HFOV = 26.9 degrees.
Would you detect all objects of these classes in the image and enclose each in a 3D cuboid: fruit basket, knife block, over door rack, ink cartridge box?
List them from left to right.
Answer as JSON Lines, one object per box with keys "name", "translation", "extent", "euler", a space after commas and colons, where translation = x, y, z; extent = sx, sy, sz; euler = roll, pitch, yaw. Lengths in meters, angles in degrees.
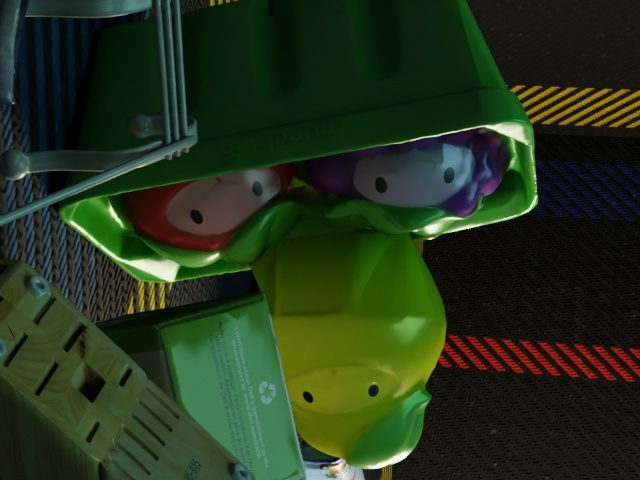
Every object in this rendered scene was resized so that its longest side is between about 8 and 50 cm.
{"name": "over door rack", "translation": [-0.193, -0.127, 0.814], "extent": [0.324, 0.108, 0.239], "euler": [-40, 134, -55]}
{"name": "knife block", "translation": [-0.170, 0.179, 0.783], "extent": [0.275, 0.242, 0.088], "euler": [45, 26, -13]}
{"name": "ink cartridge box", "translation": [-0.100, 0.178, 0.927], "extent": [0.097, 0.189, 0.255], "euler": [-15, 93, -41]}
{"name": "fruit basket", "translation": [0.000, 0.000, 1.099], "extent": [0.283, 0.392, 0.391], "euler": [58, 37, -71]}

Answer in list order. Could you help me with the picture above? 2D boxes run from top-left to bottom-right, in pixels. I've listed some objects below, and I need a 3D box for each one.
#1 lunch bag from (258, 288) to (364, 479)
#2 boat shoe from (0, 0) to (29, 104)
{"name": "lunch bag", "translation": [-0.032, 0.173, 1.677], "extent": [0.221, 0.138, 0.293], "euler": [67, 17, -64]}
{"name": "boat shoe", "translation": [-0.189, -0.211, 0.574], "extent": [0.127, 0.158, 0.340], "euler": [-156, -108, -87]}
